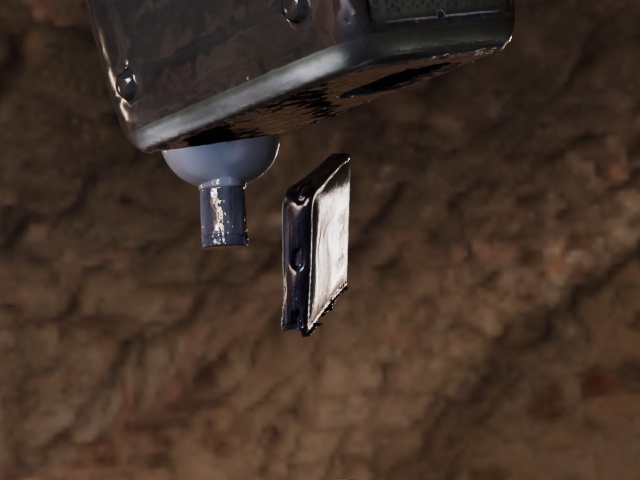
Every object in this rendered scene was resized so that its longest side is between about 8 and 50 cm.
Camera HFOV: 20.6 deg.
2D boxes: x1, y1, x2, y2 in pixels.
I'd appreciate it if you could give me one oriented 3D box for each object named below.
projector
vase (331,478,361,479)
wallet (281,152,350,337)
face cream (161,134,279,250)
[{"bbox_3d":[-0.053,-0.325,1.692,0.242,0.405,0.395,-12,-3,-39],"label":"projector"},{"bbox_3d":[0.117,0.404,1.710,0.329,0.241,0.302,19,19,-20],"label":"vase"},{"bbox_3d":[-0.002,0.000,1.947,0.036,0.167,0.222,4,15,12],"label":"wallet"},{"bbox_3d":[-0.117,-0.135,1.999,0.144,0.291,0.071,0,-6,-17],"label":"face cream"}]
